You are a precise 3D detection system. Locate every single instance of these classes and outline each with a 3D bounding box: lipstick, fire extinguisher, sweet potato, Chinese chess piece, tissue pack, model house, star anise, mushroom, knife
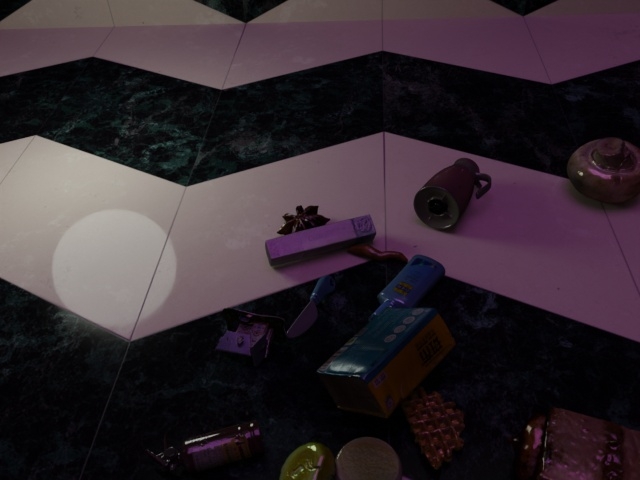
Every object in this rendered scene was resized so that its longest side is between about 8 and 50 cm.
[{"bbox_3d":[0.000,0.000,1.861,0.317,0.068,0.066,-14,71,-11],"label":"lipstick"},{"bbox_3d":[-0.251,0.451,1.393,0.252,0.075,0.106,-14,15,-9],"label":"fire extinguisher"},{"bbox_3d":[0.161,0.039,1.841,0.179,0.044,0.044,9,43,16],"label":"sweet potato"},{"bbox_3d":[0.098,0.481,1.334,0.144,0.058,0.144,-3,40,3],"label":"Chinese chess piece"},{"bbox_3d":[0.153,0.274,1.468,0.271,0.134,0.192,-37,17,-31],"label":"tissue pack"},{"bbox_3d":[-0.176,0.243,1.583,0.167,0.117,0.088,10,47,11],"label":"model house"},{"bbox_3d":[-0.057,-0.056,1.949,0.167,0.057,0.168,-1,41,1],"label":"star anise"},{"bbox_3d":[0.889,-0.226,1.978,0.254,0.184,0.255,-13,37,10],"label":"mushroom"},{"bbox_3d":[-0.022,0.180,1.683,0.032,0.058,0.244,-7,33,35],"label":"knife"}]

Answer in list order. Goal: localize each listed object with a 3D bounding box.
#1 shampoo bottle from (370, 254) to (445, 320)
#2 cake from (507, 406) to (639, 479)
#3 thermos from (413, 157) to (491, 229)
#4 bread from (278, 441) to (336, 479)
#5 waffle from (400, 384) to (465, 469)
[{"bbox_3d":[0.226,0.138,1.706,0.104,0.061,0.258,24,49,30],"label":"shampoo bottle"},{"bbox_3d":[0.497,0.455,1.224,0.293,0.196,0.199,15,47,19],"label":"cake"},{"bbox_3d":[0.417,-0.158,1.968,0.176,0.146,0.265,15,39,29],"label":"thermos"},{"bbox_3d":[-0.026,0.483,1.310,0.130,0.071,0.139,-23,37,29],"label":"bread"},{"bbox_3d":[0.231,0.402,1.419,0.192,0.046,0.160,27,49,31],"label":"waffle"}]
